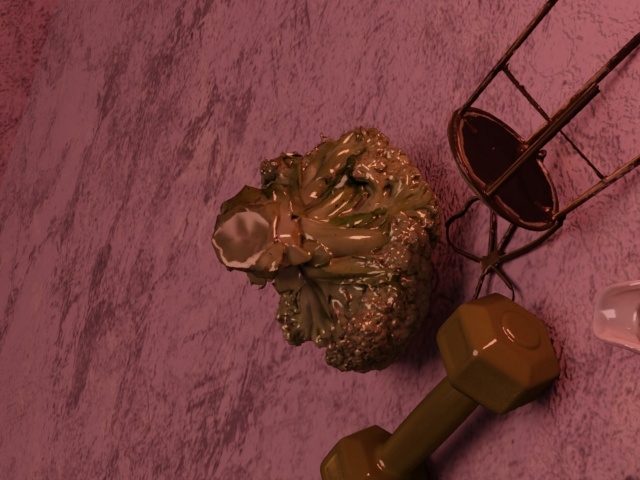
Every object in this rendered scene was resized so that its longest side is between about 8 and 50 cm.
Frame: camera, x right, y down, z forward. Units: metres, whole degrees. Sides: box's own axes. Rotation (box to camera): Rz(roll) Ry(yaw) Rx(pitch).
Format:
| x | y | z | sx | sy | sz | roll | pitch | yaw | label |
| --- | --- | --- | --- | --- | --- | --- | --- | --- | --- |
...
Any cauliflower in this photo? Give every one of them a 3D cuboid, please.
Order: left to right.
| x | y | z | sx | sy | sz | roll | pitch | yaw | label |
| --- | --- | --- | --- | --- | --- | --- | --- | --- | --- |
| 0.000 | 0.000 | 1.747 | 0.275 | 0.250 | 0.272 | 5 | 84 | 55 | cauliflower |

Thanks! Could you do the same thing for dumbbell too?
| x | y | z | sx | sy | sz | roll | pitch | yaw | label |
| --- | --- | --- | --- | --- | --- | --- | --- | --- | --- |
| 0.116 | 0.180 | 1.615 | 0.302 | 0.108 | 0.121 | -51 | 38 | 35 | dumbbell |

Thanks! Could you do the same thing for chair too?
| x | y | z | sx | sy | sz | roll | pitch | yaw | label |
| --- | --- | --- | --- | --- | --- | --- | --- | --- | --- |
| 0.188 | -0.066 | 1.562 | 0.325 | 0.170 | 0.160 | -43 | 45 | 33 | chair |

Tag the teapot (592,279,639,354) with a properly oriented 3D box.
| x | y | z | sx | sy | sz | roll | pitch | yaw | label |
| --- | --- | --- | --- | --- | --- | --- | --- | --- | --- |
| 0.350 | 0.068 | 1.247 | 0.298 | 0.139 | 0.204 | -12 | 65 | 57 | teapot |
